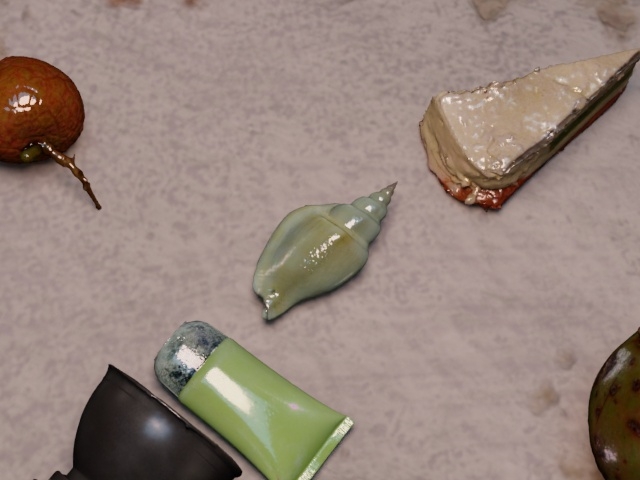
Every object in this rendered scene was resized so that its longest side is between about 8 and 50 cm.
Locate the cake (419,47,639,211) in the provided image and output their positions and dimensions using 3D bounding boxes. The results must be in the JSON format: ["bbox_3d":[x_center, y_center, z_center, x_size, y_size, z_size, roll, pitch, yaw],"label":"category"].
[{"bbox_3d":[0.214,-0.102,1.393,0.220,0.086,0.116,-10,68,-9],"label":"cake"}]

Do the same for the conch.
[{"bbox_3d":[0.001,-0.001,1.343,0.180,0.065,0.088,-41,78,-13],"label":"conch"}]

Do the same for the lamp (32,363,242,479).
[{"bbox_3d":[-0.185,0.239,1.201,0.172,0.147,0.227,41,77,-13],"label":"lamp"}]

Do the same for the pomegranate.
[{"bbox_3d":[0.340,0.169,1.253,0.202,0.202,0.248,-43,106,-19],"label":"pomegranate"}]

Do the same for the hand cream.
[{"bbox_3d":[-0.066,0.143,1.290,0.175,0.046,0.095,38,68,3],"label":"hand cream"}]

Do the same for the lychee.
[{"bbox_3d":[-0.261,-0.112,1.345,0.140,0.114,0.101,32,98,27],"label":"lychee"}]
